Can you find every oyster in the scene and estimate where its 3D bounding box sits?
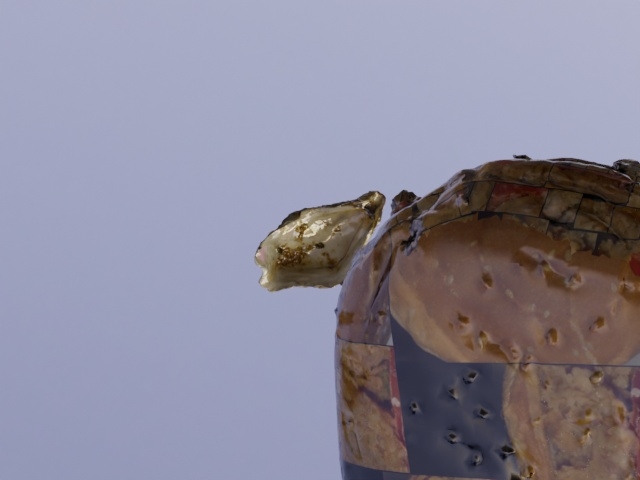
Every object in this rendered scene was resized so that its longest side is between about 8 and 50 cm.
[{"bbox_3d":[0.002,0.002,1.151,0.093,0.051,0.034,-17,-159,-1],"label":"oyster"}]

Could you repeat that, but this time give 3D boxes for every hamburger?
[{"bbox_3d":[0.109,0.072,0.793,0.231,0.231,0.107,41,-145,14],"label":"hamburger"}]
